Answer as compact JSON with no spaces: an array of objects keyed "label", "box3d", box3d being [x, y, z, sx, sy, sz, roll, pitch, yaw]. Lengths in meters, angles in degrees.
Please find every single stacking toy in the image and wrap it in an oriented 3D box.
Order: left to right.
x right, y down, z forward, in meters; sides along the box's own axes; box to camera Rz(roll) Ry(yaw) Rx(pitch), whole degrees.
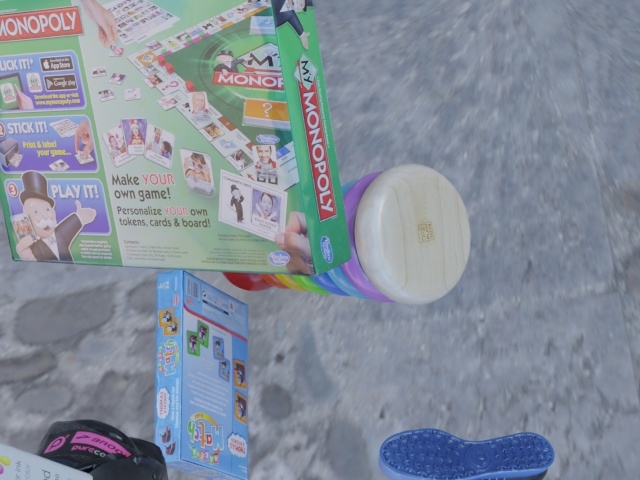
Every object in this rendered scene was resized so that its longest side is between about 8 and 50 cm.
[{"label":"stacking toy","box3d":[0.000,0.000,1.570,0.330,0.141,0.141,-4,104,51]}]

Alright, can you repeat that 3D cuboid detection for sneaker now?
[{"label":"sneaker","box3d":[-0.236,0.256,1.270,0.185,0.483,0.202,7,89,4]},{"label":"sneaker","box3d":[0.180,0.294,1.892,0.232,0.081,0.090,3,140,-13]}]

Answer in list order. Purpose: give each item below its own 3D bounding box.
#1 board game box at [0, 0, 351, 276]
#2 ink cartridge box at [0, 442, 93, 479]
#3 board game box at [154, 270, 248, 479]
[{"label":"board game box","box3d":[-0.129,-0.086,1.084,0.317,0.046,0.213,2,107,39]},{"label":"ink cartridge box","box3d":[-0.197,0.151,0.679,0.072,0.127,0.175,-27,140,35]},{"label":"board game box","box3d":[-0.130,0.155,1.653,0.039,0.160,0.211,-10,69,22]}]
